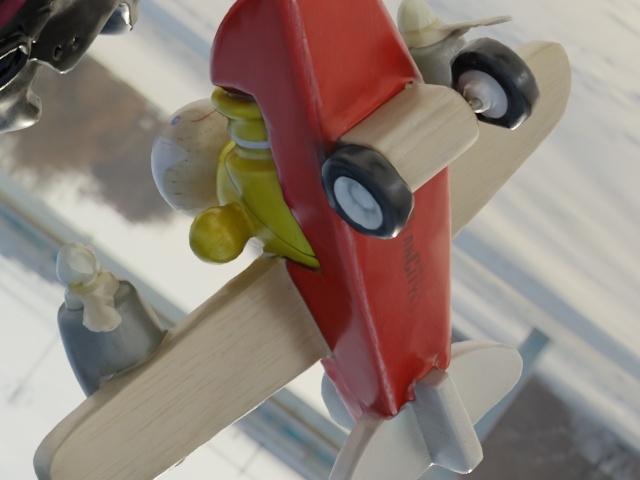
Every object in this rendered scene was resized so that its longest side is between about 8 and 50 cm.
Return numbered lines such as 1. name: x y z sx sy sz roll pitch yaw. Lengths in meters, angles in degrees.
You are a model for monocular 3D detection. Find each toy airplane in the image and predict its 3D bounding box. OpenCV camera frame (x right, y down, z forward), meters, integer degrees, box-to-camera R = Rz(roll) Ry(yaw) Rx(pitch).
1. toy airplane: 0.000 0.000 1.170 0.272 0.384 0.386 31 -168 31

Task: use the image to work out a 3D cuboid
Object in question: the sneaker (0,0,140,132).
1. sneaker: -0.237 -0.144 1.057 0.185 0.202 0.483 14 -154 28
